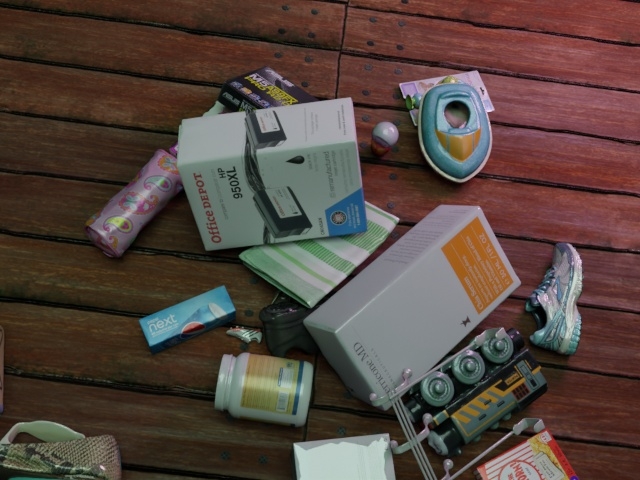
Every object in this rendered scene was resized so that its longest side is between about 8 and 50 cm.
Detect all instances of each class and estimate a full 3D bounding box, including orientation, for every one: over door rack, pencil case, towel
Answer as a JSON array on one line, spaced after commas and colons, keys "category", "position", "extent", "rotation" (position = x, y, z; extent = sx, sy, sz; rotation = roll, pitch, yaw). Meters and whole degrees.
[{"category": "over door rack", "position": [0.279, 0.359, 1.710], "extent": [0.324, 0.108, 0.239], "rotation": [-26, 95, -17]}, {"category": "pencil case", "position": [-0.433, -0.088, 1.961], "extent": [0.124, 0.124, 0.284], "rotation": [36, 67, 11]}, {"category": "towel", "position": [0.000, 0.000, 1.937], "extent": [0.248, 0.038, 0.325], "rotation": [30, 57, 33]}]

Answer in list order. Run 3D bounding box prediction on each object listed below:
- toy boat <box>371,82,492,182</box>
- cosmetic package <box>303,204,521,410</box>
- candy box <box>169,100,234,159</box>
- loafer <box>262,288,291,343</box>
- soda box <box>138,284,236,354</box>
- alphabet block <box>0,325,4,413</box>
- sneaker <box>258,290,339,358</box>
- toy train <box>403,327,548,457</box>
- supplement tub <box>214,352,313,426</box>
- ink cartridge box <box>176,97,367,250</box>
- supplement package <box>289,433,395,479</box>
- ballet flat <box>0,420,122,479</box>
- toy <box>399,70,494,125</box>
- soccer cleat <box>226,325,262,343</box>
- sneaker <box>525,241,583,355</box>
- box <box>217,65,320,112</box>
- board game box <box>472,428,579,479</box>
[{"category": "toy boat", "position": [0.283, -0.271, 2.080], "extent": [0.318, 0.148, 0.267], "rotation": [-9, 80, -5]}, {"category": "cosmetic package", "position": [0.213, 0.138, 1.842], "extent": [0.453, 0.161, 0.230], "rotation": [-40, 110, -19]}, {"category": "candy box", "position": [-0.247, -0.250, 2.074], "extent": [0.159, 0.071, 0.233], "rotation": [35, 66, 10]}, {"category": "loafer", "position": [-0.102, 0.175, 1.907], "extent": [0.056, 0.050, 0.148], "rotation": [8, 65, -2]}, {"category": "soda box", "position": [-0.303, 0.182, 1.876], "extent": [0.210, 0.067, 0.071], "rotation": [-22, 70, -14]}, {"category": "alphabet block", "position": [-0.788, 0.262, 1.727], "extent": [0.193, 0.192, 0.197], "rotation": [-4, 65, -9]}, {"category": "sneaker", "position": [-0.007, 0.193, 1.887], "extent": [0.286, 0.109, 0.130], "rotation": [-10, 103, -24]}, {"category": "toy train", "position": [0.349, 0.337, 1.836], "extent": [0.334, 0.142, 0.190], "rotation": [-31, 82, -17]}, {"category": "supplement tub", "position": [-0.122, 0.323, 1.785], "extent": [0.199, 0.144, 0.144], "rotation": [9, 65, -2]}, {"category": "ink cartridge box", "position": [-0.104, -0.145, 1.872], "extent": [0.395, 0.285, 0.166], "rotation": [-7, 46, 4]}, {"category": "supplement package", "position": [0.048, 0.522, 1.709], "extent": [0.203, 0.149, 0.194], "rotation": [-4, 66, -7]}, {"category": "ballet flat", "position": [-0.656, 0.458, 1.688], "extent": [0.482, 0.164, 0.182], "rotation": [1, 44, -11]}, {"category": "toy", "position": [0.346, -0.397, 2.206], "extent": [0.237, 0.056, 0.137], "rotation": [-13, 69, -11]}, {"category": "soccer cleat", "position": [-0.176, 0.220, 1.892], "extent": [0.083, 0.029, 0.036], "rotation": [5, 61, -8]}, {"category": "sneaker", "position": [0.559, 0.129, 1.961], "extent": [0.122, 0.110, 0.283], "rotation": [7, 65, 2]}, {"category": "box", "position": [-0.095, -0.331, 2.074], "extent": [0.270, 0.060, 0.216], "rotation": [36, 34, 11]}, {"category": "board game box", "position": [0.457, 0.527, 1.803], "extent": [0.193, 0.045, 0.147], "rotation": [-25, 70, -15]}]
